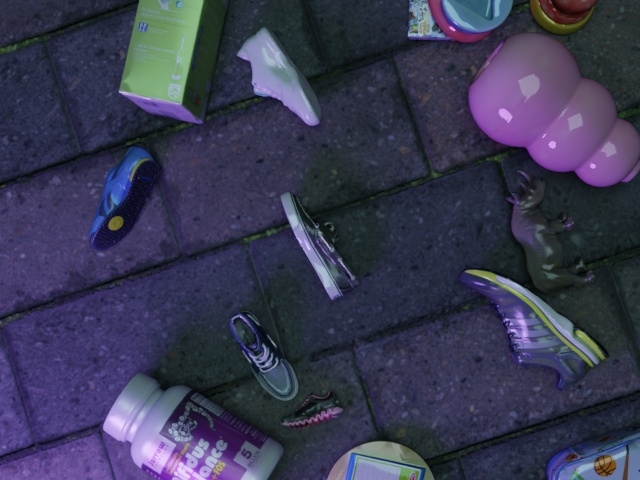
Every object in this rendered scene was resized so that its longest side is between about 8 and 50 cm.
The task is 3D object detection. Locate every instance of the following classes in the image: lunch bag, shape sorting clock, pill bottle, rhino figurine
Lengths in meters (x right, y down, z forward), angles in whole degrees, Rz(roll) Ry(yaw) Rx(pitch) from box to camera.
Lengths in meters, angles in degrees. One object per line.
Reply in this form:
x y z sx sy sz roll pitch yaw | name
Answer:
0.559 0.462 1.868 0.303 0.115 0.243 -19 88 2 | lunch bag
0.110 0.468 1.931 0.206 0.040 0.206 0 93 4 | shape sorting clock
-0.232 0.367 1.896 0.302 0.169 0.169 30 89 5 | pill bottle
0.407 -0.017 1.922 0.106 0.073 0.243 -20 84 0 | rhino figurine

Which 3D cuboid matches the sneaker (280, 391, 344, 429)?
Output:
-0.019 0.313 1.952 0.119 0.047 0.057 -16 70 0 | sneaker

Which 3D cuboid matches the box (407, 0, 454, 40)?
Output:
0.213 -0.446 1.979 0.094 0.027 0.137 3 87 4 | box

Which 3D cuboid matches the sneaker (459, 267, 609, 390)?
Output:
0.368 0.156 1.901 0.300 0.111 0.121 37 94 7 | sneaker

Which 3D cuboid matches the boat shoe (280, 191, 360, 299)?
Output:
0.000 0.000 1.950 0.070 0.078 0.219 -29 94 3 | boat shoe

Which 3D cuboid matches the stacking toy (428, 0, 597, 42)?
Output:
0.349 -0.510 1.905 0.309 0.130 0.279 -10 87 -4 | stacking toy

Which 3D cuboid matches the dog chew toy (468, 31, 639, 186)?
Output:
0.429 -0.219 1.875 0.332 0.206 0.206 36 90 -3 | dog chew toy

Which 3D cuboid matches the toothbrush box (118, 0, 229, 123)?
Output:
-0.257 -0.374 1.918 0.122 0.206 0.283 13 89 5 | toothbrush box

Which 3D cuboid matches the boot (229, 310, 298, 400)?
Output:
-0.109 0.215 1.936 0.069 0.086 0.190 -36 85 1 | boot

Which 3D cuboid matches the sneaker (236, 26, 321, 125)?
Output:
-0.079 -0.290 1.975 0.094 0.080 0.212 -35 78 13 | sneaker

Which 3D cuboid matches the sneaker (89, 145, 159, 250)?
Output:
-0.382 -0.081 1.989 0.082 0.069 0.209 37 100 37 | sneaker
